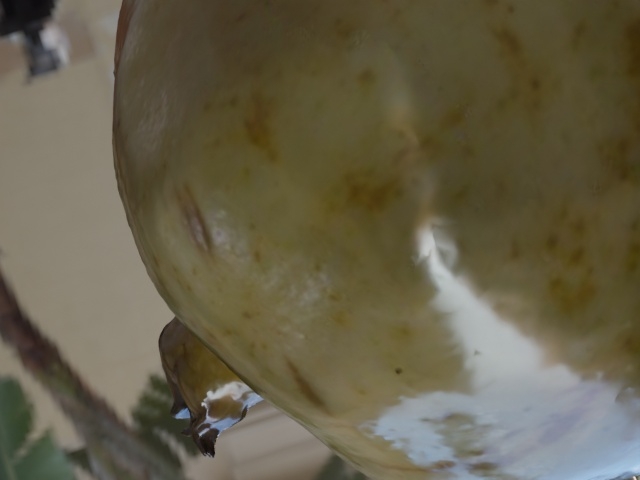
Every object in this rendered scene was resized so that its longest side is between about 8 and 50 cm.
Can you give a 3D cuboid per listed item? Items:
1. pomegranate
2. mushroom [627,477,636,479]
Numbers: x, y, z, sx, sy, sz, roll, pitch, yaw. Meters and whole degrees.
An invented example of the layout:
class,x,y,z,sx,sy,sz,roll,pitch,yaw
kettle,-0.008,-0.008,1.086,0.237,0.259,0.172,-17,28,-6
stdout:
class,x,y,z,sx,sy,sz,roll,pitch,yaw
pomegranate,0.050,-0.035,0.805,0.342,0.342,0.342,-18,-175,2
mushroom,0.118,0.239,1.266,0.234,0.254,0.260,-16,178,-3
